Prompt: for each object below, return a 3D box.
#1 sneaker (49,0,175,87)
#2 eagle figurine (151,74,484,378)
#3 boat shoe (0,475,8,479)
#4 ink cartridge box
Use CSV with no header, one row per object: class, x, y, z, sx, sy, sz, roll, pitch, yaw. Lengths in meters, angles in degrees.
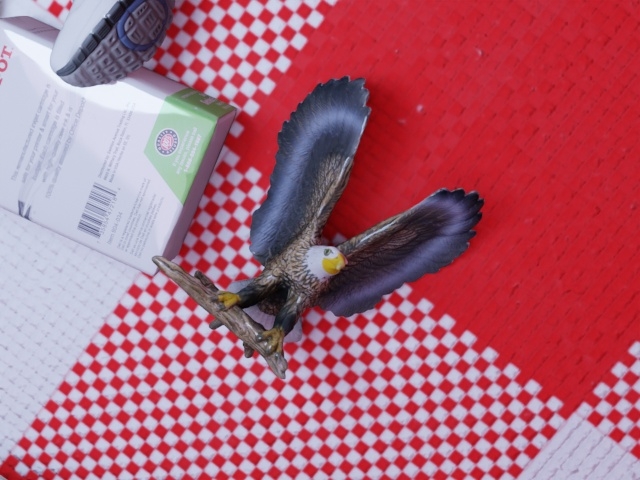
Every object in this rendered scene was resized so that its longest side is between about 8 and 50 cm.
sneaker,-0.212,-0.293,1.477,0.129,0.111,0.297,21,70,19
eagle figurine,0.006,0.002,1.518,0.298,0.225,0.226,-49,136,-13
boat shoe,-0.263,0.454,1.661,0.500,0.156,0.186,36,111,12
ink cartridge box,-0.262,-0.111,1.549,0.273,0.115,0.198,25,105,3
